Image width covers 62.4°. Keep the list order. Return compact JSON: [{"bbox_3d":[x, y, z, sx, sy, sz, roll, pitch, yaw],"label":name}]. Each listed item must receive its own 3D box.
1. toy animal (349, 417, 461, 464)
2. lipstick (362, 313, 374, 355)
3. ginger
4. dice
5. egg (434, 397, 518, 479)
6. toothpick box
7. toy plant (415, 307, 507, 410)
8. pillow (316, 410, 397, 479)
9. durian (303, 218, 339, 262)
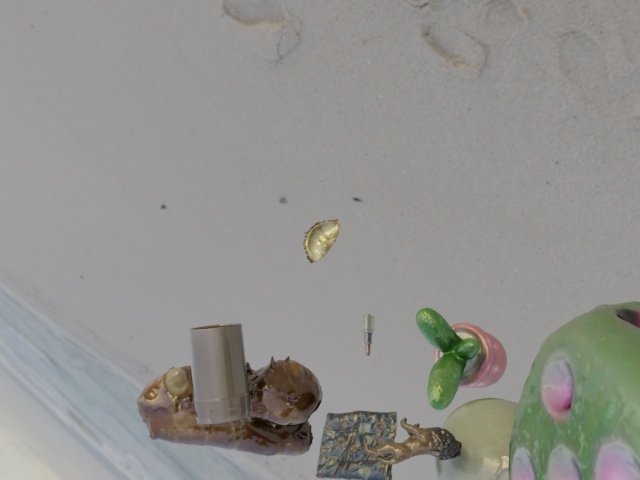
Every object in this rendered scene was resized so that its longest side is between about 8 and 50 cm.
[{"bbox_3d":[0.165,0.392,1.034,0.220,0.086,0.069,-9,133,3],"label":"toy animal"},{"bbox_3d":[0.123,0.244,1.357,0.025,0.107,0.025,16,149,-22],"label":"lipstick"},{"bbox_3d":[-0.184,0.347,1.172,0.419,0.176,0.254,14,110,-14],"label":"ginger"},{"bbox_3d":[0.408,0.266,0.551,0.323,0.318,0.330,9,111,-3],"label":"dice"},{"bbox_3d":[0.391,0.487,1.153,0.278,0.278,0.336,45,-177,-2],"label":"egg"},{"bbox_3d":[-0.200,0.259,1.044,0.111,0.111,0.180,-12,83,54],"label":"toothpick box"},{"bbox_3d":[0.456,0.392,1.712,0.211,0.316,0.356,-21,150,33],"label":"toy plant"},{"bbox_3d":[0.098,0.569,1.470,0.256,0.188,0.034,-16,141,38],"label":"pillow"},{"bbox_3d":[-0.003,-0.005,1.274,0.066,0.130,0.052,10,153,47],"label":"durian"}]
